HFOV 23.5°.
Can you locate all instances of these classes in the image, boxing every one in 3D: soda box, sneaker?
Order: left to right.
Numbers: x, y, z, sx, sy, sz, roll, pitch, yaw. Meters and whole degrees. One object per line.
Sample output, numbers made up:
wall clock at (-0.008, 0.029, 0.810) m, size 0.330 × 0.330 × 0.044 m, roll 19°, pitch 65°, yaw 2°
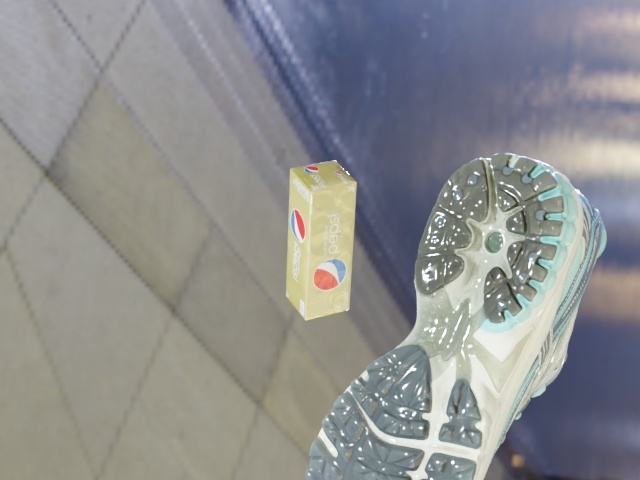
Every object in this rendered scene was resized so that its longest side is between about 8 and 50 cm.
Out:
soda box at (0.000, 0.000, 1.814) m, size 0.058 × 0.061 × 0.181 m, roll -131°, pitch -144°, yaw -48°
sneaker at (0.097, 0.090, 0.945) m, size 0.122 × 0.110 × 0.283 m, roll 14°, pitch 107°, yaw -53°
